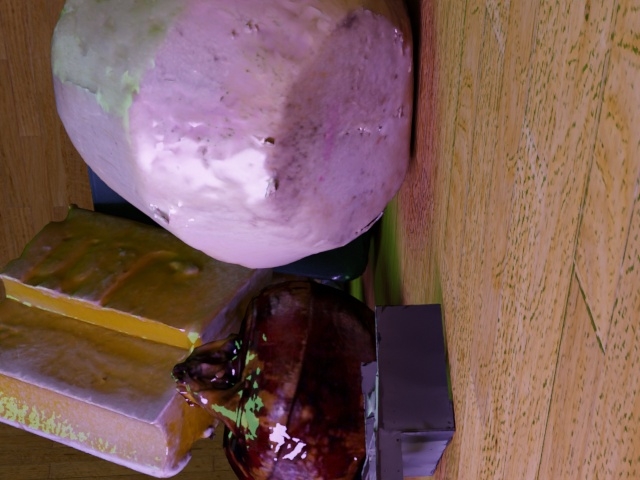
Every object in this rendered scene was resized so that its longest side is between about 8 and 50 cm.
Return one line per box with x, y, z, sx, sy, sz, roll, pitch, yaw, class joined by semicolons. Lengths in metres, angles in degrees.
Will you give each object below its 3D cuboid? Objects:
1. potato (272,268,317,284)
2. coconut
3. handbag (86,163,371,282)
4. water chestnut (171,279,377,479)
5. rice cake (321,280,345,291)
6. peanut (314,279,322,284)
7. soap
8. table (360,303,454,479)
-0.107;0.086;1.668;0.141;0.296;0.191;48;165;-18;potato
-0.069;-0.148;1.213;0.352;0.352;0.353;178;90;-86;coconut
-0.099;-0.058;1.520;0.238;0.326;0.089;92;-171;-57;handbag
-0.027;0.147;1.318;0.223;0.238;0.224;-171;90;-84;water chestnut
0.020;0.144;2.007;0.124;0.038;0.211;-102;11;-73;rice cake
-0.028;0.095;2.311;0.103;0.098;0.230;-12;78;44;peanut
-0.212;0.102;1.446;0.259;0.281;0.143;-56;-34;-36;soap
0.066;0.157;1.082;0.146;0.062;0.175;96;172;-67;table
